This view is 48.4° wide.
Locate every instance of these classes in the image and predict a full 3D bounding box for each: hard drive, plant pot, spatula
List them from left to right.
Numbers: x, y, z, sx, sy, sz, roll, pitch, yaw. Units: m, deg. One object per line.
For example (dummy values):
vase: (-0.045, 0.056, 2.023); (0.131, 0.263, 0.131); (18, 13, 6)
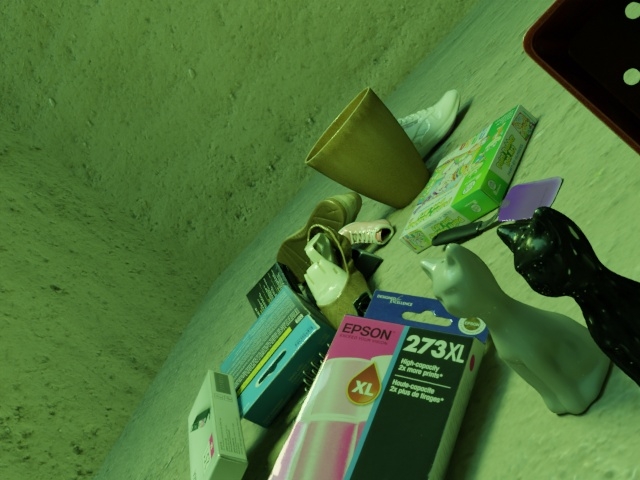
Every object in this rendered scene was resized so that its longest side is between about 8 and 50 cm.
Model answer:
hard drive: (0.043, 0.088, 1.674); (0.172, 0.054, 0.255); (-53, 11, -9)
plant pot: (0.134, -0.200, 1.725); (0.237, 0.254, 0.237); (-49, 10, 12)
spatula: (0.275, -0.034, 1.182); (0.084, 0.030, 0.296); (-59, 14, -29)
plant pot: (0.395, -0.216, 0.753); (0.267, 0.267, 0.236); (-48, -1, 17)

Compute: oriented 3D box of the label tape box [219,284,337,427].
label tape box: (-0.083, 0.253, 1.498); (0.249, 0.115, 0.348); (-51, 16, -1)

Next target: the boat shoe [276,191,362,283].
boat shoe: (0.000, 0.000, 1.835); (0.110, 0.121, 0.341); (-31, -11, -43)

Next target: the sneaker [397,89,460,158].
sneaker: (0.242, -0.288, 1.859); (0.305, 0.152, 0.114); (-49, 8, 2)

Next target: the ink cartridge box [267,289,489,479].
ink cartridge box: (0.077, 0.197, 0.846); (0.176, 0.069, 0.371); (7, 48, 27)

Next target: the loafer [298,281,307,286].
loafer: (-0.004, 0.036, 1.962); (0.102, 0.092, 0.268); (-43, -17, -55)

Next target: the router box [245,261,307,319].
router box: (-0.108, 0.161, 1.826); (0.133, 0.046, 0.179); (-47, 48, 17)

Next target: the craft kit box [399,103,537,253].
craft kit box: (0.282, -0.115, 1.375); (0.250, 0.061, 0.246); (-37, 20, 53)

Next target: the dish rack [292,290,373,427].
dish rack: (0.031, 0.228, 1.202); (0.271, 0.074, 0.208); (-50, 10, 7)

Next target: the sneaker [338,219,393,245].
sneaker: (0.106, -0.014, 1.648); (0.134, 0.051, 0.070); (-14, 19, -7)

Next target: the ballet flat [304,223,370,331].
ballet flat: (0.021, 0.064, 1.474); (0.116, 0.124, 0.342); (-40, 26, 17)

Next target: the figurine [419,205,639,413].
figurine: (0.209, 0.062, 0.647); (0.092, 0.209, 0.215); (-56, 11, -25)

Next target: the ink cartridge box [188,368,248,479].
ink cartridge box: (-0.215, 0.412, 1.319); (0.238, 0.060, 0.275); (-65, 20, 15)
